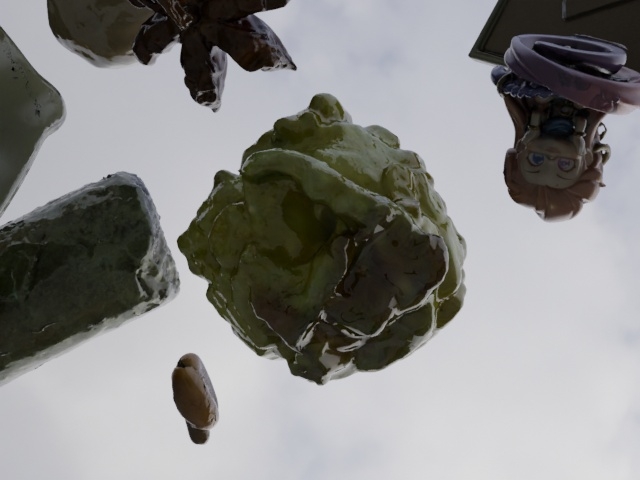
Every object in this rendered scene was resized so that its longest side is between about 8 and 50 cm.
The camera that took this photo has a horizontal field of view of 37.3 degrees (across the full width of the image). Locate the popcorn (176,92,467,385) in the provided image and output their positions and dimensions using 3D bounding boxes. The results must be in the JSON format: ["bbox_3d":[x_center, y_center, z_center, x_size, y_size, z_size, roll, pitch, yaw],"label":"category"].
[{"bbox_3d":[0.002,0.006,0.923,0.293,0.237,0.292,-3,-48,-3],"label":"popcorn"}]

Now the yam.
[{"bbox_3d":[-0.332,0.047,1.216,0.300,0.195,0.195,-28,-92,-18],"label":"yam"}]

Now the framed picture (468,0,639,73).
[{"bbox_3d":[0.296,-0.258,1.038,0.265,0.018,0.192,33,-83,51],"label":"framed picture"}]

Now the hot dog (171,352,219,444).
[{"bbox_3d":[-0.184,0.234,1.394,0.060,0.089,0.140,-20,-56,4],"label":"hot dog"}]

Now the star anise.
[{"bbox_3d":[-0.115,-0.214,0.899,0.213,0.111,0.196,11,-36,-16],"label":"star anise"}]

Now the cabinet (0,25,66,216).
[{"bbox_3d":[-0.480,-0.084,0.930,0.318,0.289,0.227,-9,-45,34],"label":"cabinet"}]

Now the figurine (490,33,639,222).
[{"bbox_3d":[0.196,-0.095,0.753,0.126,0.114,0.157,6,-46,12],"label":"figurine"}]

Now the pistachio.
[{"bbox_3d":[-0.223,-0.311,1.105,0.288,0.197,0.166,-30,-126,38],"label":"pistachio"}]
